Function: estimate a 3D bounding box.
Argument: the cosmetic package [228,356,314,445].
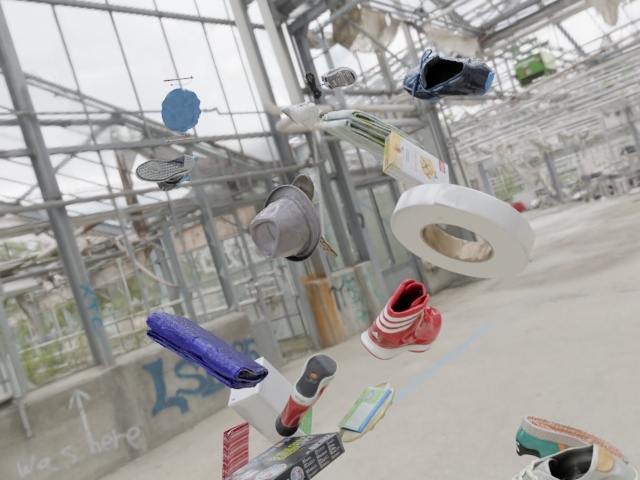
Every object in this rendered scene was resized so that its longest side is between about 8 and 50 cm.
[{"bbox_3d":[-0.191,0.671,2.177,0.155,0.365,0.197,-28,30,20],"label":"cosmetic package"}]

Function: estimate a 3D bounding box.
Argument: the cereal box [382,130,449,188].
[{"bbox_3d":[0.314,-0.235,1.747,0.240,0.173,0.047,26,-45,-19],"label":"cereal box"}]

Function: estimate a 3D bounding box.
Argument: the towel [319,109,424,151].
[{"bbox_3d":[0.187,-0.393,2.014,0.321,0.090,0.374,24,4,-17],"label":"towel"}]

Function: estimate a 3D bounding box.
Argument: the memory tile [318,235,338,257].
[{"bbox_3d":[0.000,0.000,1.848,0.012,0.148,0.113,-42,15,-11],"label":"memory tile"}]

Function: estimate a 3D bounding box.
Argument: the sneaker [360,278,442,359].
[{"bbox_3d":[0.174,0.129,0.939,0.221,0.087,0.128,-14,-40,-52],"label":"sneaker"}]

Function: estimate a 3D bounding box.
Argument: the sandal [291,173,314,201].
[{"bbox_3d":[-0.096,-0.115,1.740,0.219,0.090,0.060,-54,-13,1],"label":"sandal"}]

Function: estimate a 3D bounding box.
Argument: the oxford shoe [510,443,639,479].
[{"bbox_3d":[0.499,0.583,1.243,0.449,0.130,0.169,-42,-4,35],"label":"oxford shoe"}]

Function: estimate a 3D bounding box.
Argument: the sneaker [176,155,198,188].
[{"bbox_3d":[-0.542,-0.271,2.136,0.162,0.073,0.063,-50,32,-15],"label":"sneaker"}]

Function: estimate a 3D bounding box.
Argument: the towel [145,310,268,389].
[{"bbox_3d":[-0.306,0.300,1.443,0.076,0.308,0.227,-60,-20,-7],"label":"towel"}]

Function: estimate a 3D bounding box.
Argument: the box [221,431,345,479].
[{"bbox_3d":[-0.100,0.588,1.392,0.216,0.060,0.270,-25,-6,41],"label":"box"}]

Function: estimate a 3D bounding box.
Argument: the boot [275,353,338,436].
[{"bbox_3d":[-0.043,0.425,1.476,0.176,0.088,0.244,-65,-13,24],"label":"boot"}]

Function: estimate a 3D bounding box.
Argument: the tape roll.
[{"bbox_3d":[0.383,-0.019,1.484,0.392,0.392,0.072,-18,43,61],"label":"tape roll"}]

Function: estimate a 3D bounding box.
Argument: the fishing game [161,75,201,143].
[{"bbox_3d":[-0.568,-0.533,2.186,0.189,0.264,0.041,-23,38,-38],"label":"fishing game"}]

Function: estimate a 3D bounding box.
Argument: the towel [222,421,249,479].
[{"bbox_3d":[-0.327,0.870,2.116,0.031,0.274,0.199,-2,-6,19],"label":"towel"}]

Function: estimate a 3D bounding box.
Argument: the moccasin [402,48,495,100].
[{"bbox_3d":[0.328,-0.466,1.479,0.117,0.137,0.342,17,0,-30],"label":"moccasin"}]

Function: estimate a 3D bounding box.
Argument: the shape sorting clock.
[{"bbox_3d":[0.128,0.471,1.472,0.206,0.040,0.206,-42,8,7],"label":"shape sorting clock"}]

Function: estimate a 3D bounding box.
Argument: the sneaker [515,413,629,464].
[{"bbox_3d":[0.698,0.595,1.514,0.302,0.121,0.108,18,13,6],"label":"sneaker"}]

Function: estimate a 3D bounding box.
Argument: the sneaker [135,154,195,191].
[{"bbox_3d":[-0.573,-0.224,1.904,0.226,0.086,0.163,-21,-6,-46],"label":"sneaker"}]

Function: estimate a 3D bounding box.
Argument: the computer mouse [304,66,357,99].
[{"bbox_3d":[0.042,-0.542,1.811,0.193,0.106,0.042,-6,47,31],"label":"computer mouse"}]

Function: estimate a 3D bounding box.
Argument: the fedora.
[{"bbox_3d":[-0.130,-0.033,1.677,0.124,0.243,0.275,-27,-6,-36],"label":"fedora"}]

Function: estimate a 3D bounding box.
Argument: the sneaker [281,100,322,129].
[{"bbox_3d":[-0.045,-0.316,1.315,0.061,0.054,0.152,-50,-15,18],"label":"sneaker"}]
